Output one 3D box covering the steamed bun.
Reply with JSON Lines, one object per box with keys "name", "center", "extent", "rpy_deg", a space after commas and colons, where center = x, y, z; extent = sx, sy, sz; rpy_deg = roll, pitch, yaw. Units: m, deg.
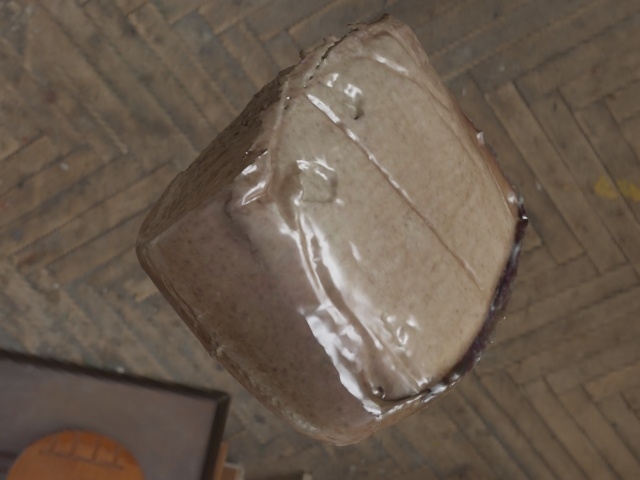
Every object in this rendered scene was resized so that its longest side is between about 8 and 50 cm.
{"name": "steamed bun", "center": [0.000, 0.000, 0.888], "extent": [0.199, 0.301, 0.251], "rpy_deg": [-23, 110, 42]}
